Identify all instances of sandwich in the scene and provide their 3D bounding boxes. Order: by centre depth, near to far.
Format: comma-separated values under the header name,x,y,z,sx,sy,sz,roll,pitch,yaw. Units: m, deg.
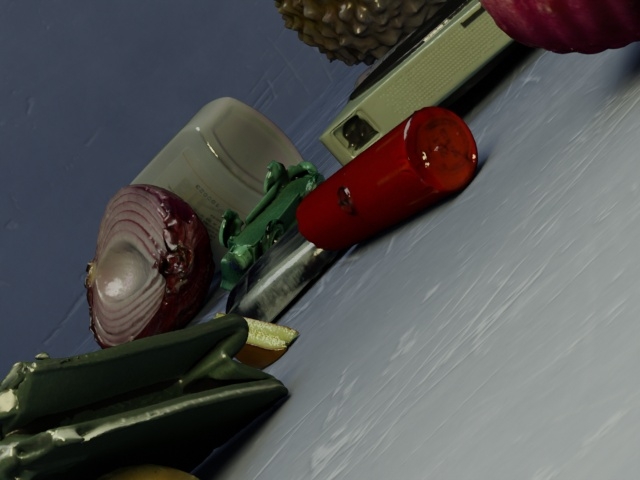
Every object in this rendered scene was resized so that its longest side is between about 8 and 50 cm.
name,x,y,z,sx,sy,sz,roll,pitch,yaw
sandwich,-0.055,0.090,1.582,0.083,0.044,0.031,13,54,31

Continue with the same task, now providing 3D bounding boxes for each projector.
name,x,y,z,sx,sy,sz,roll,pitch,yaw
projector,0.137,-0.188,1.795,0.257,0.079,0.259,-39,7,27

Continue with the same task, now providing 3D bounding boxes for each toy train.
name,x,y,z,sx,sy,sz,roll,pitch,yaw
toy train,-0.049,-0.012,1.943,0.172,0.070,0.099,-51,-31,-42

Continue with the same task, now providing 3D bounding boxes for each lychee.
name,x,y,z,sx,sy,sz,roll,pitch,yaw
lychee,0.088,-0.434,2.410,0.380,0.380,0.432,-33,32,65

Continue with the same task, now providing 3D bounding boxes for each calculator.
name,x,y,z,sx,sy,sz,roll,pitch,yaw
calculator,0.000,0.000,1.793,0.268,0.040,0.177,-42,9,5

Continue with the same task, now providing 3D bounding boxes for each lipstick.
name,x,y,z,sx,sy,sz,roll,pitch,yaw
lipstick,0.052,-0.046,1.557,0.073,0.073,0.279,-50,6,-21

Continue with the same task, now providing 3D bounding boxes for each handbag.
name,x,y,z,sx,sy,sz,roll,pitch,yaw
handbag,-0.183,0.157,1.360,0.260,0.079,0.247,-9,-26,-50

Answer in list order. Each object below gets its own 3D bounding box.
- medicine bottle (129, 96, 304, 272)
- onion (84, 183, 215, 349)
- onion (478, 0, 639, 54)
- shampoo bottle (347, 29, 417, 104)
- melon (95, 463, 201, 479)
name,x,y,z,sx,sy,sz,roll,pitch,yaw
medicine bottle,-0.162,-0.056,2.534,0.324,0.179,0.124,-41,10,50
onion,-0.204,0.042,2.409,0.283,0.120,0.227,1,84,62
onion,0.201,-0.243,1.187,0.256,0.272,0.230,-51,30,24
shampoo bottle,0.089,-0.192,2.220,0.072,0.072,0.214,-50,7,-23
melon,-0.163,0.220,1.304,0.160,0.079,0.128,-52,9,-33
